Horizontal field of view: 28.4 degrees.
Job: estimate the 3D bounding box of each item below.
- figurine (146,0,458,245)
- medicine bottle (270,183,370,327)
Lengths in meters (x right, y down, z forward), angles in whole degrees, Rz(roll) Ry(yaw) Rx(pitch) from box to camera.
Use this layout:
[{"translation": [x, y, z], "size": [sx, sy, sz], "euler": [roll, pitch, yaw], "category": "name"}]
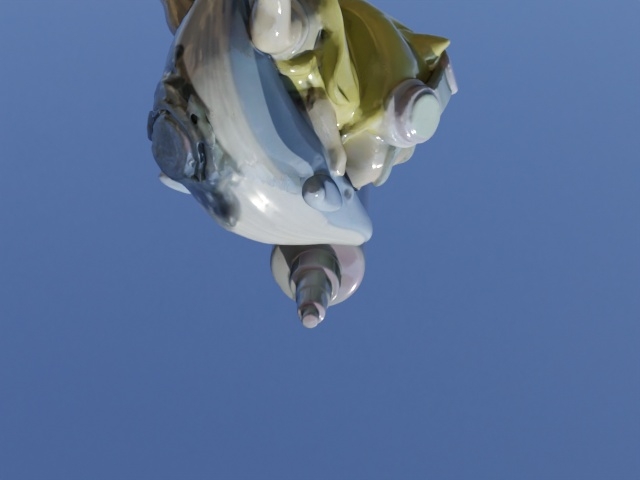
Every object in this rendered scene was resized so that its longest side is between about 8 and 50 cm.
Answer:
[{"translation": [-0.013, -0.086, 0.666], "size": [0.128, 0.208, 0.184], "euler": [12, -142, 46], "category": "figurine"}, {"translation": [0.000, 0.000, 0.765], "size": [0.058, 0.057, 0.199], "euler": [10, -154, 0], "category": "medicine bottle"}]
